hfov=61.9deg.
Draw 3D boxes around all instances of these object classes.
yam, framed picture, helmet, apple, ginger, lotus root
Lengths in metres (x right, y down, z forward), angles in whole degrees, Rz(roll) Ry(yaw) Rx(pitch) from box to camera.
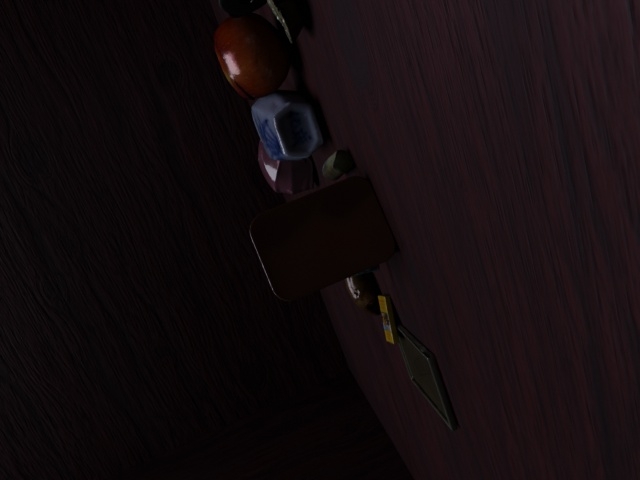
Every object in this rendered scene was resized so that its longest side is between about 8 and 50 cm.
[{"bbox_3d":[0.046,-0.214,1.539,0.169,0.068,0.068,163,85,-83],"label":"yam"},{"bbox_3d":[0.310,0.398,1.644,0.335,0.022,0.247,-138,28,-75],"label":"framed picture"},{"bbox_3d":[-0.156,-0.336,2.186,0.271,0.197,0.338,88,158,-77],"label":"helmet"},{"bbox_3d":[-0.206,-0.573,1.641,0.251,0.206,0.272,57,-168,-21],"label":"apple"},{"bbox_3d":[0.123,0.125,1.877,0.309,0.107,0.133,62,158,17],"label":"ginger"},{"bbox_3d":[-0.089,-0.604,1.336,0.183,0.078,0.203,58,-174,-47],"label":"lotus root"}]

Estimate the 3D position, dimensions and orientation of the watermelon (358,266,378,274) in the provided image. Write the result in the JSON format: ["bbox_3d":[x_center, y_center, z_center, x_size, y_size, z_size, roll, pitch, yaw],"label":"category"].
[{"bbox_3d":[0.089,-0.006,1.757,0.290,0.214,0.319,32,117,20],"label":"watermelon"}]

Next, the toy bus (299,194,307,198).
[{"bbox_3d":[-0.048,-0.141,2.451,0.162,0.074,0.069,-117,16,-48],"label":"toy bus"}]

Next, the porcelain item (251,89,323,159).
[{"bbox_3d":[-0.113,-0.383,1.771,0.405,0.179,0.242,-137,26,-67],"label":"porcelain item"}]

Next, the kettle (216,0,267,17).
[{"bbox_3d":[-0.237,-0.823,1.471,0.203,0.262,0.308,-6,-113,-61],"label":"kettle"}]

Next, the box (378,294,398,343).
[{"bbox_3d":[0.221,0.255,1.742,0.087,0.023,0.155,157,102,-78],"label":"box"}]

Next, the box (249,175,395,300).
[{"bbox_3d":[0.000,0.000,1.474,0.229,0.340,0.239,131,116,-85],"label":"box"}]
